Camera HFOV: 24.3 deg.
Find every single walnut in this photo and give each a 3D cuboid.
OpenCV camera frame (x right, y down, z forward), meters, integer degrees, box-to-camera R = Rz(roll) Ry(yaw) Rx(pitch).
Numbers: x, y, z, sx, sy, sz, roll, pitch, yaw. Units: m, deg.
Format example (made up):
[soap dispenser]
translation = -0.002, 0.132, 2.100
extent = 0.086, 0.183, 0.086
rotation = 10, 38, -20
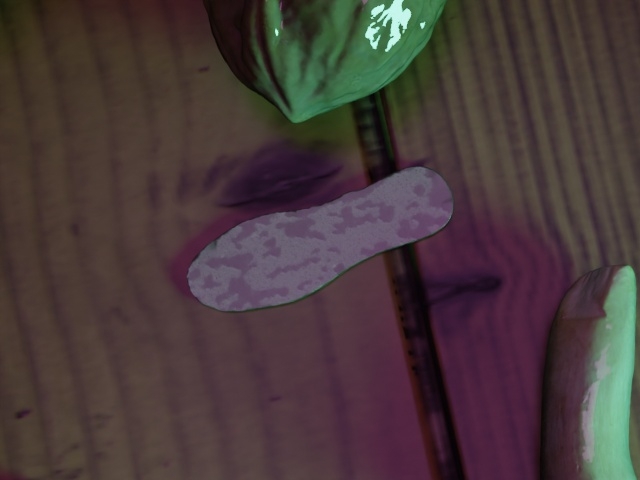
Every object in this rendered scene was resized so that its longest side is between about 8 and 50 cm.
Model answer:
[walnut]
translation = 0.006, -0.190, 0.982
extent = 0.178, 0.178, 0.230
rotation = 12, 87, 7

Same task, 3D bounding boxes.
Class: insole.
[insole]
translation = 0.000, 0.000, 1.030
extent = 0.193, 0.006, 0.065
rotation = -22, 80, 1

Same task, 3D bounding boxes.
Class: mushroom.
[mushroom]
translation = 0.179, 0.119, 0.963
extent = 0.071, 0.084, 0.209
rotation = 4, 78, -16
